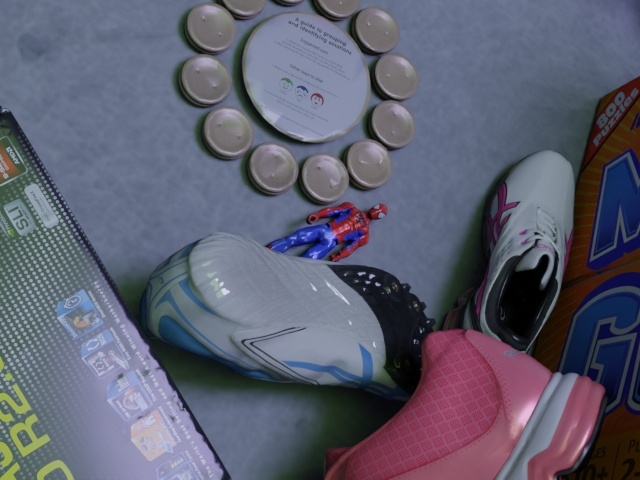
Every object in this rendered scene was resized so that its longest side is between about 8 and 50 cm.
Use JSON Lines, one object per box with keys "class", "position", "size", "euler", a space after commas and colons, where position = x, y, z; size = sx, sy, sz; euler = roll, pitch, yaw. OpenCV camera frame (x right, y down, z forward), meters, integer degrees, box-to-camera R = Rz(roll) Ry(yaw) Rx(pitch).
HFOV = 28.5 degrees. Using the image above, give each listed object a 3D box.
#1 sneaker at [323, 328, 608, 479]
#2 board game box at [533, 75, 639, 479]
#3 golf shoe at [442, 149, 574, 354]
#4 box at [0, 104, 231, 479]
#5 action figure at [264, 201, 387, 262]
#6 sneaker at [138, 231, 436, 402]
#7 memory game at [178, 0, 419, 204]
{"class": "sneaker", "position": [0.044, 0.194, 0.773], "size": [0.136, 0.116, 0.314], "euler": [33, 87, 18]}
{"class": "board game box", "position": [0.394, 0.069, 0.833], "size": [0.356, 0.356, 0.356], "euler": [26, 66, -17]}
{"class": "golf shoe", "position": [0.150, 0.012, 0.892], "size": [0.067, 0.086, 0.186], "euler": [28, 65, -14]}
{"class": "box", "position": [-0.209, 0.088, 0.720], "size": [0.216, 0.060, 0.270], "euler": [-31, 90, -28]}
{"class": "action figure", "position": [0.000, 0.000, 0.859], "size": [0.115, 0.030, 0.038], "euler": [-27, 83, -30]}
{"class": "sneaker", "position": [-0.010, 0.057, 0.812], "size": [0.237, 0.086, 0.085], "euler": [22, 54, -37]}
{"class": "memory game", "position": [-0.012, -0.114, 0.891], "size": [0.186, 0.012, 0.186], "euler": [6, 74, -22]}
